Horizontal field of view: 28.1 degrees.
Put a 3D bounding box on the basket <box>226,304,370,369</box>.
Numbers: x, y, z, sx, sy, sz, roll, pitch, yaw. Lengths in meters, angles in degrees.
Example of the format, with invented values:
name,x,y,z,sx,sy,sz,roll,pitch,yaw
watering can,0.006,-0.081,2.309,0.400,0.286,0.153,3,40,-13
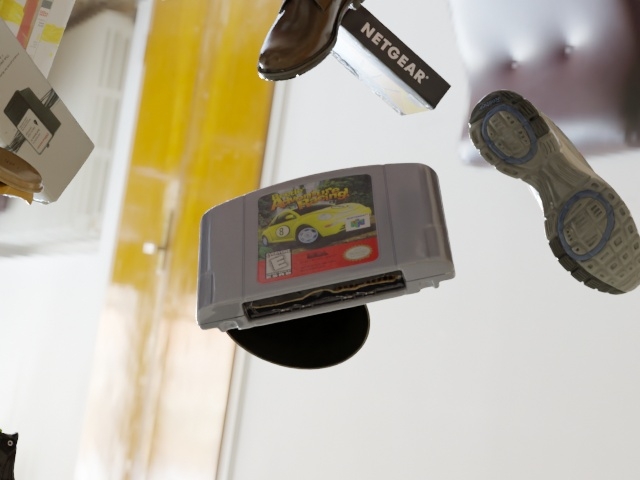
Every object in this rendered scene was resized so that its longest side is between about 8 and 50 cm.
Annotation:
name,x,y,z,sx,sy,sz,roll,pitch,yaw
basket,-0.036,0.053,1.723,0.204,0.154,0.227,19,-161,-7

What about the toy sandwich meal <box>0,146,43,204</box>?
name,x,y,z,sx,sy,sz,roll,pitch,yaw
toy sandwich meal,-0.297,-0.061,1.183,0.086,0.029,0.085,32,-167,-8

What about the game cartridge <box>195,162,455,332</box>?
name,x,y,z,sx,sy,sz,roll,pitch,yaw
game cartridge,0.000,0.000,1.477,0.294,0.196,0.060,-12,127,7

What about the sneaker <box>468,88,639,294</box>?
name,x,y,z,sx,sy,sz,roll,pitch,yaw
sneaker,0.309,-0.067,1.585,0.111,0.297,0.129,-37,172,24

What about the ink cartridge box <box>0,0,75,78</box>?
name,x,y,z,sx,sy,sz,roll,pitch,yaw
ink cartridge box,-0.555,-0.349,1.986,0.279,0.384,0.160,23,-176,28

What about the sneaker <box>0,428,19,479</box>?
name,x,y,z,sx,sy,sz,roll,pitch,yaw
sneaker,-0.437,0.255,1.629,0.097,0.234,0.084,-27,-167,-24

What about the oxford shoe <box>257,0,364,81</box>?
name,x,y,z,sx,sy,sz,roll,pitch,yaw
oxford shoe,-0.017,-0.266,1.421,0.083,0.227,0.096,6,140,27

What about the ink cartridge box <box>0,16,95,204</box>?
name,x,y,z,sx,sy,sz,roll,pitch,yaw
ink cartridge box,-0.349,-0.142,1.303,0.153,0.087,0.208,13,148,35

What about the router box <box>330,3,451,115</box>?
name,x,y,z,sx,sy,sz,roll,pitch,yaw
router box,0.080,-0.247,1.749,0.179,0.046,0.133,39,170,-13
